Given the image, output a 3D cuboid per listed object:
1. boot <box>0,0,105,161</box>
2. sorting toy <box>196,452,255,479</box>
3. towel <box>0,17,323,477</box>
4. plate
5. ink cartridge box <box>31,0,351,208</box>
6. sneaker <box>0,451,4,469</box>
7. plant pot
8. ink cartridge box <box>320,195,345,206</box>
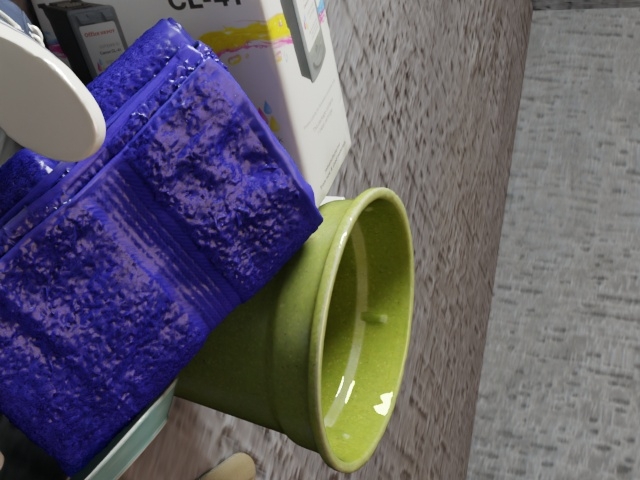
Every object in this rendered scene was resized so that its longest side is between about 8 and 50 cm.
[{"bbox_3d":[-0.216,-0.131,0.701,0.069,0.190,0.086,-54,175,27],"label":"boot"},{"bbox_3d":[-0.108,0.390,1.219,0.307,0.041,0.229,-17,109,-67],"label":"sorting toy"},{"bbox_3d":[-0.150,0.011,0.756,0.308,0.076,0.228,-46,121,-12],"label":"towel"},{"bbox_3d":[-0.184,0.193,0.848,0.024,0.188,0.188,44,34,-4],"label":"plate"},{"bbox_3d":[-0.116,-0.180,0.870,0.131,0.226,0.306,-64,148,-47],"label":"ink cartridge box"},{"bbox_3d":[-0.291,0.161,0.715,0.134,0.051,0.070,60,41,-49],"label":"sneaker"},{"bbox_3d":[-0.065,0.072,0.986,0.276,0.253,0.276,7,90,-68],"label":"plant pot"},{"bbox_3d":[0.000,0.000,1.366,0.143,0.092,0.090,56,42,-58],"label":"ink cartridge box"}]
